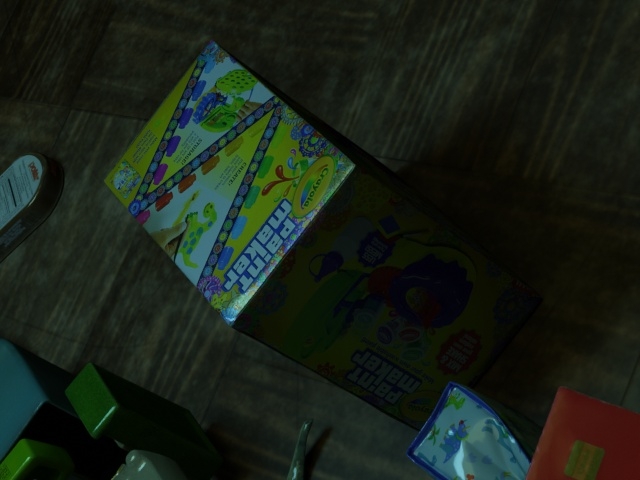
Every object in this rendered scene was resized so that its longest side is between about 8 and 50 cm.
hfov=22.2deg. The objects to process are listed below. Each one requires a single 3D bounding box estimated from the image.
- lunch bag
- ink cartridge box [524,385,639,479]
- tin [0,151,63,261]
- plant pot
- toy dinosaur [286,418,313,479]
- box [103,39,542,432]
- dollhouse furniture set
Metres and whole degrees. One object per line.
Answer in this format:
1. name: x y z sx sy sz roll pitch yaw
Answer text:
1. lunch bag: 0.169 0.202 1.366 0.151 0.129 0.096 30 91 47
2. ink cartridge box: 0.250 0.278 1.200 0.261 0.066 0.296 19 78 14
3. tin: -0.413 -0.038 2.141 0.190 0.040 0.106 -42 48 17
4. plant pot: -0.318 0.219 1.803 0.165 0.166 0.234 -53 34 5
5. toy dinosaur: -0.065 0.308 1.585 0.118 0.064 0.268 -15 52 34
6. box: 0.000 0.000 1.529 0.177 0.290 0.279 -52 42 6
7. dollhouse furniture set: -0.182 0.292 1.575 0.197 0.151 0.301 -50 40 6
